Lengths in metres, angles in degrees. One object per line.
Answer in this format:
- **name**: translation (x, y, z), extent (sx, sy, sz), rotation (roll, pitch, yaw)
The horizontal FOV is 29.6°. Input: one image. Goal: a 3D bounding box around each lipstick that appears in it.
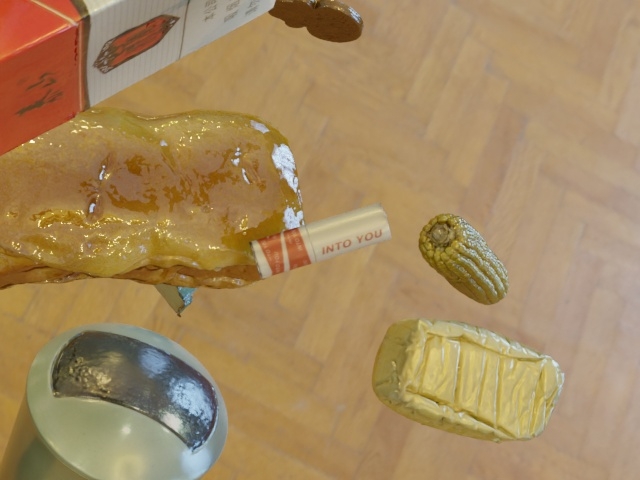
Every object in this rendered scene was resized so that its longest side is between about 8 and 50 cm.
- **lipstick**: translation (0.000, 0.000, 1.153), extent (0.131, 0.038, 0.038), rotation (-17, 67, -2)

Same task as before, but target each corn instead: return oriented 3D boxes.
- **corn**: translation (0.200, 0.029, 1.640), extent (0.080, 0.231, 0.080), rotation (-10, 67, 24)

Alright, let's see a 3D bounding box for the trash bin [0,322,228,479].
- **trash bin**: translation (-0.315, 0.320, 1.711), extent (0.280, 0.432, 0.280), rotation (18, 38, -15)

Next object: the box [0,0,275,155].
- **box**: translation (-0.084, -0.101, 0.507), extent (0.152, 0.100, 0.048), rotation (-34, 82, -17)

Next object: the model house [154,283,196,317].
- **model house**: translation (-0.209, 0.016, 1.931), extent (0.149, 0.119, 0.148), rotation (-36, 86, -19)

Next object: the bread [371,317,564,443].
- **bread**: translation (0.183, 0.177, 1.534), extent (0.236, 0.106, 0.140), rotation (19, 81, -17)

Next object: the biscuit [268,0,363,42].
- **biscuit**: translation (-0.005, -0.405, 2.172), extent (0.175, 0.124, 0.026), rotation (17, 69, -9)

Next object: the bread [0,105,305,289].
- **bread**: translation (-0.193, -0.046, 1.203), extent (0.344, 0.149, 0.195), rotation (0, 56, -23)
